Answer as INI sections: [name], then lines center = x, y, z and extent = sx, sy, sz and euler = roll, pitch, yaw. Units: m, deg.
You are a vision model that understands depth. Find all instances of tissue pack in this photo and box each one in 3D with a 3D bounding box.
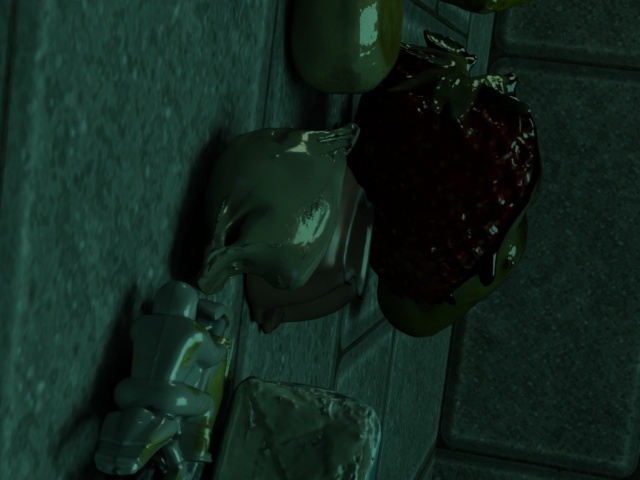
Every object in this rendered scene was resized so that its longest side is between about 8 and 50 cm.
[tissue pack]
center = -0.034, 0.213, 1.005
extent = 0.271, 0.124, 0.201
euler = 121, -14, -83

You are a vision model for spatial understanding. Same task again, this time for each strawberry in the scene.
[strawberry]
center = 0.100, -0.047, 1.291
extent = 0.138, 0.233, 0.306
euler = -5, 123, -36

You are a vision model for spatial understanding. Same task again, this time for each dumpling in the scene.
[dumpling]
center = -0.039, -0.020, 0.998
extent = 0.199, 0.118, 0.136
euler = -42, 163, -28

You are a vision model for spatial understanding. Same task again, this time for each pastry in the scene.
[pastry]
center = 0.026, -0.218, 1.200
extent = 0.156, 0.092, 0.156
euler = 2, 90, -73

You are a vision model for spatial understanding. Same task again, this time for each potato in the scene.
[potato]
center = 0.174, -0.021, 1.664
extent = 0.218, 0.203, 0.351
euler = -87, -169, -57

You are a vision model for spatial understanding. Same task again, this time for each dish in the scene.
[dish]
center = 0.000, 0.000, 1.219
extent = 0.213, 0.091, 0.213
euler = 8, 90, -78

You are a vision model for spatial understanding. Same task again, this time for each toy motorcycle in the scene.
[toy motorcycle]
center = -0.102, 0.105, 0.859
extent = 0.228, 0.074, 0.151
euler = -62, 157, -61

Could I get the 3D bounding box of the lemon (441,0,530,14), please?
[lemon]
center = 0.201, -0.416, 1.480
extent = 0.268, 0.268, 0.321
euler = 80, 22, -56

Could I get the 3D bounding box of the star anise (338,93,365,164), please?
[star anise]
center = 0.074, -0.119, 1.474
extent = 0.209, 0.089, 0.231
euler = 28, 70, -61
